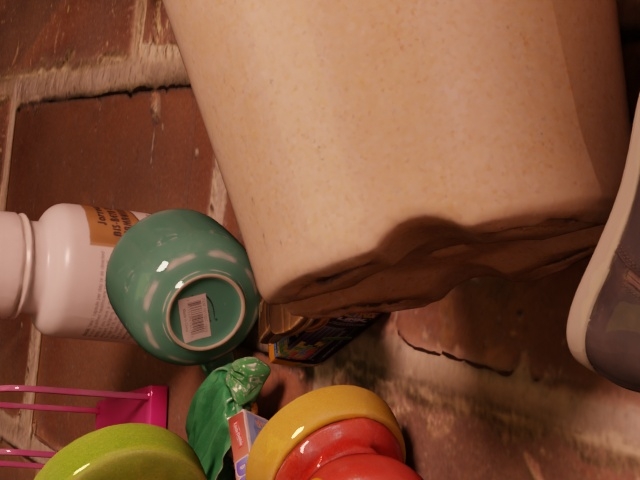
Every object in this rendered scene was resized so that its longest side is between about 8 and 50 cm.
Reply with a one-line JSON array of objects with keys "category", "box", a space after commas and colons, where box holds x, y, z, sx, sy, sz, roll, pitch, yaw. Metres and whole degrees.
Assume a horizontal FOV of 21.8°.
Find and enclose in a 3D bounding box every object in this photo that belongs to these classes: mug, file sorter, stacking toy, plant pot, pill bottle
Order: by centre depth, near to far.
[{"category": "plant pot", "box": [0.046, -0.126, 0.972, 0.334, 0.334, 0.305, -33, 66, 61]}, {"category": "stacking toy", "box": [-0.065, 0.264, 1.143, 0.130, 0.279, 0.309, 46, 127, 52]}, {"category": "mug", "box": [-0.109, 0.053, 1.497, 0.129, 0.158, 0.097, -55, 30, 4]}, {"category": "pill bottle", "box": [-0.221, 0.032, 1.608, 0.131, 0.229, 0.131, -174, 90, -66]}, {"category": "file sorter", "box": [-0.282, 0.301, 1.745, 0.202, 0.182, 0.290, 156, 117, -64]}]

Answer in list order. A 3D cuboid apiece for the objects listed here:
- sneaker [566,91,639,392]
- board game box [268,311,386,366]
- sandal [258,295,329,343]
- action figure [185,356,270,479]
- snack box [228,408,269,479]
[{"category": "sneaker", "box": [0.214, -0.019, 0.825, 0.118, 0.083, 0.222, 26, 102, 46]}, {"category": "board game box", "box": [0.000, 0.000, 1.332, 0.141, 0.048, 0.170, 135, 136, -58]}, {"category": "sandal", "box": [-0.014, 0.044, 1.244, 0.180, 0.049, 0.072, 132, 144, -75]}, {"category": "action figure", "box": [-0.090, 0.184, 1.475, 0.137, 0.063, 0.232, -104, 26, -42]}, {"category": "snack box", "box": [-0.035, 0.219, 1.324, 0.022, 0.064, 0.178, -39, 41, 27]}]
